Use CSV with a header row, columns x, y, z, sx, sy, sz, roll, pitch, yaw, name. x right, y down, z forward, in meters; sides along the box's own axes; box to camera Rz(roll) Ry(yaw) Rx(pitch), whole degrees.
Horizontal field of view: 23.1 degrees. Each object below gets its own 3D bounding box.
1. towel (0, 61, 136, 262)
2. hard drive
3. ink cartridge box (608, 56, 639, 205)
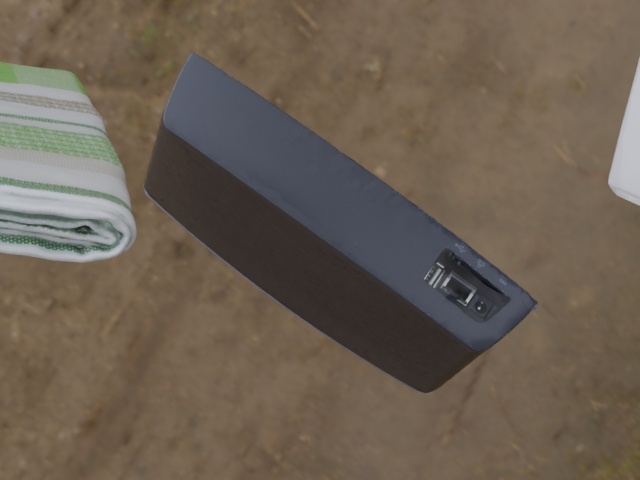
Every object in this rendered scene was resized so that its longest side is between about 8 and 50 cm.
x,y,z,sx,sy,sz,roll,pitch,yaw,name
-0.120,-0.031,0.481,0.152,0.113,0.023,-124,45,-65,towel
0.000,0.000,0.988,0.054,0.254,0.172,-54,0,-21,hard drive
0.302,-0.137,0.933,0.115,0.198,0.273,28,38,28,ink cartridge box
